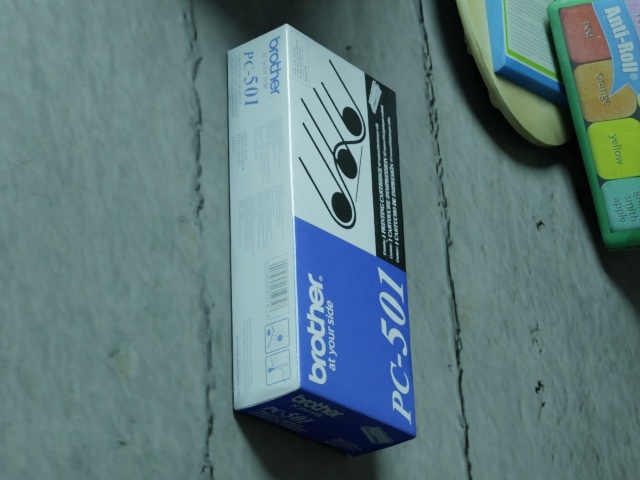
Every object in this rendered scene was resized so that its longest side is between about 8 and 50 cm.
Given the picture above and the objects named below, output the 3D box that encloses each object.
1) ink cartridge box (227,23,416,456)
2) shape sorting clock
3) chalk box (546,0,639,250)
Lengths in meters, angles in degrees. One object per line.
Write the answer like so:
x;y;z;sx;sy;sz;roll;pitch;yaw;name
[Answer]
0.000;0.000;1.036;0.097;0.046;0.207;26;52;-45;ink cartridge box
0.130;-0.162;1.314;0.206;0.040;0.206;23;63;-57;shape sorting clock
0.273;-0.107;1.334;0.289;0.179;0.180;-36;116;-58;chalk box
